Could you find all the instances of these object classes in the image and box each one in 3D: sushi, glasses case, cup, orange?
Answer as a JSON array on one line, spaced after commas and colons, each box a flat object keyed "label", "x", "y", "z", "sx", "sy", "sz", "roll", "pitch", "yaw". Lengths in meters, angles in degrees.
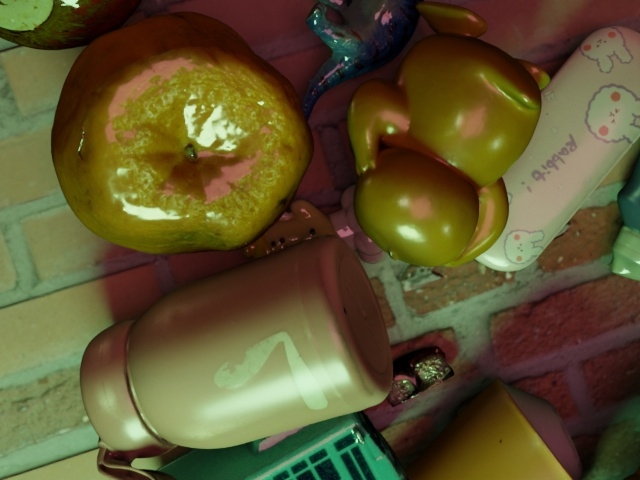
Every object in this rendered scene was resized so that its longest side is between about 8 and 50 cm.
[{"label": "sushi", "x": 0.106, "y": 0.150, "z": 1.121, "sx": 0.083, "sy": 0.044, "sz": 0.046, "roll": -27, "pitch": 81, "yaw": -6}, {"label": "glasses case", "x": 0.258, "y": -0.098, "z": 1.070, "sx": 0.113, "sy": 0.075, "sz": 0.297, "roll": 39, "pitch": 93, "yaw": 7}, {"label": "cup", "x": 0.179, "y": 0.296, "z": 1.102, "sx": 0.264, "sy": 0.182, "sz": 0.226, "roll": -38, "pitch": 135, "yaw": 6}, {"label": "orange", "x": -0.139, "y": -0.096, "z": 0.956, "sx": 0.248, "sy": 0.183, "sz": 0.249, "roll": -6, "pitch": 113, "yaw": -16}]

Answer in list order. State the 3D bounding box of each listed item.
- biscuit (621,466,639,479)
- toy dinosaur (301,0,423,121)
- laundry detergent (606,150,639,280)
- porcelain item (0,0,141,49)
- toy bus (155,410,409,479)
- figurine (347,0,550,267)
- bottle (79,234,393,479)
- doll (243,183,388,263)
[{"label": "biscuit", "x": 0.351, "y": 0.328, "z": 1.083, "sx": 0.064, "sy": 0.283, "sz": 0.432, "roll": 32, "pitch": 96, "yaw": 32}, {"label": "toy dinosaur", "x": 0.052, "y": -0.242, "z": 1.021, "sx": 0.329, "sy": 0.076, "sz": 0.144, "roll": -44, "pitch": 114, "yaw": -9}, {"label": "laundry detergent", "x": 0.416, "y": -0.082, "z": 1.101, "sx": 0.143, "sy": 0.094, "sz": 0.290, "roll": 25, "pitch": 98, "yaw": -7}, {"label": "porcelain item", "x": -0.247, "y": -0.312, "z": 0.912, "sx": 0.252, "sy": 0.253, "sz": 0.253, "roll": -2, "pitch": 100, "yaw": -9}, {"label": "toy bus", "x": -0.049, "y": 0.259, "z": 1.055, "sx": 0.256, "sy": 0.128, "sz": 0.147, "roll": -30, "pitch": 114, "yaw": -4}, {"label": "figurine", "x": 0.120, "y": -0.098, "z": 0.976, "sx": 0.215, "sy": 0.215, "sz": 0.228, "roll": 35, "pitch": 107, "yaw": -13}, {"label": "bottle", "x": -0.089, "y": 0.131, "z": 0.978, "sx": 0.296, "sy": 0.173, "sz": 0.207, "roll": -18, "pitch": 63, "yaw": 14}, {"label": "doll", "x": 0.000, "y": 0.000, "z": 1.060, "sx": 0.162, "sy": 0.062, "sz": 0.106, "roll": -21, "pitch": 107, "yaw": -6}]
